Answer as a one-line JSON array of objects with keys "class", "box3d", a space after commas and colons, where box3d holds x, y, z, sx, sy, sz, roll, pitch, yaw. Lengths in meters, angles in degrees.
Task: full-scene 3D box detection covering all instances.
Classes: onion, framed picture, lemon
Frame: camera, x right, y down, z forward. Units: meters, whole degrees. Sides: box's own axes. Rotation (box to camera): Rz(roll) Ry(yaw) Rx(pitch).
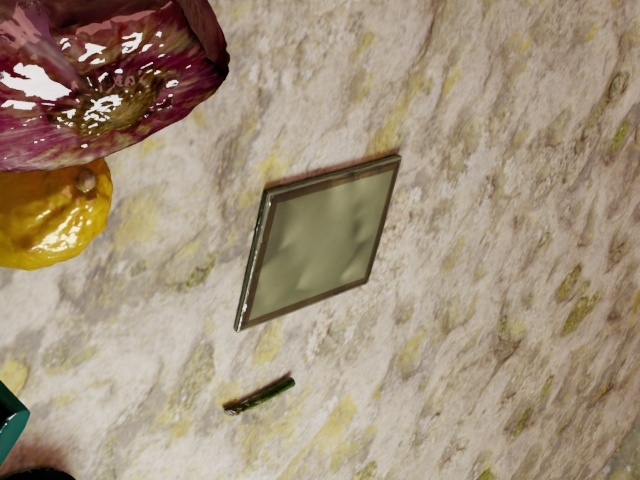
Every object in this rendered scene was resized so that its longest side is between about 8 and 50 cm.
[{"class": "onion", "box3d": [-0.193, -0.154, 0.820, 0.230, 0.272, 0.256, -28, 138, -2]}, {"class": "framed picture", "box3d": [0.000, 0.000, 1.416, 0.231, 0.010, 0.173, -17, 129, -49]}, {"class": "lemon", "box3d": [-0.212, -0.034, 0.956, 0.114, 0.155, 0.114, 4, 84, -36]}]

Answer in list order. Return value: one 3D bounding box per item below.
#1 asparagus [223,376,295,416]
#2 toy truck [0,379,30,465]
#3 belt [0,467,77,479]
[{"class": "asparagus", "box3d": [-0.070, 0.179, 1.463, 0.114, 0.014, 0.015, -22, 99, -47]}, {"class": "toy truck", "box3d": [-0.343, 0.169, 0.972, 0.253, 0.114, 0.124, -30, 149, -40]}, {"class": "belt", "box3d": [-0.278, 0.291, 1.196, 0.198, 0.078, 0.151, -9, 125, -51]}]
